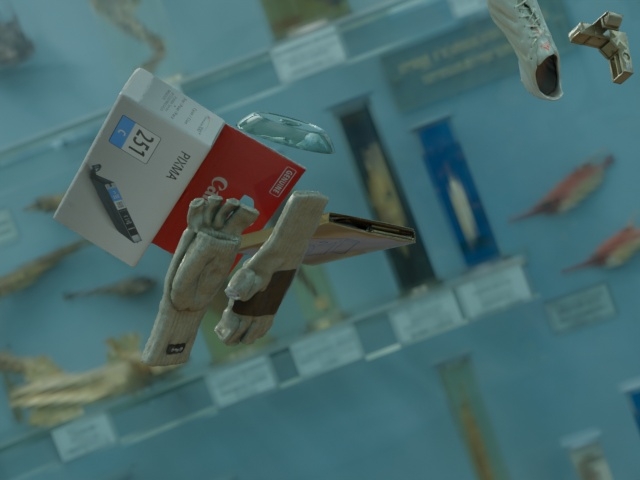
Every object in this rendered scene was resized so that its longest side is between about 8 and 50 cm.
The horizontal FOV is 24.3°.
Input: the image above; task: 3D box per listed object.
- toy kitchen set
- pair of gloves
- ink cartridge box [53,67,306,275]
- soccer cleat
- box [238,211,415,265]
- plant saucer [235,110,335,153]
[{"bbox_3d":[0.423,-0.286,2.181,0.083,0.075,0.068,9,-30,-25],"label":"toy kitchen set"},{"bbox_3d":[-0.096,0.035,1.642,0.042,0.204,0.240,34,24,27],"label":"pair of gloves"},{"bbox_3d":[-0.198,-0.063,2.028,0.296,0.261,0.066,-52,10,46],"label":"ink cartridge box"},{"bbox_3d":[0.278,-0.273,1.974,0.068,0.196,0.076,-31,30,-7],"label":"soccer cleat"},{"bbox_3d":[0.000,0.000,1.995,0.164,0.021,0.201,10,-17,-43],"label":"box"},{"bbox_3d":[-0.037,-0.127,1.701,0.119,0.021,0.119,15,11,-3],"label":"plant saucer"}]
